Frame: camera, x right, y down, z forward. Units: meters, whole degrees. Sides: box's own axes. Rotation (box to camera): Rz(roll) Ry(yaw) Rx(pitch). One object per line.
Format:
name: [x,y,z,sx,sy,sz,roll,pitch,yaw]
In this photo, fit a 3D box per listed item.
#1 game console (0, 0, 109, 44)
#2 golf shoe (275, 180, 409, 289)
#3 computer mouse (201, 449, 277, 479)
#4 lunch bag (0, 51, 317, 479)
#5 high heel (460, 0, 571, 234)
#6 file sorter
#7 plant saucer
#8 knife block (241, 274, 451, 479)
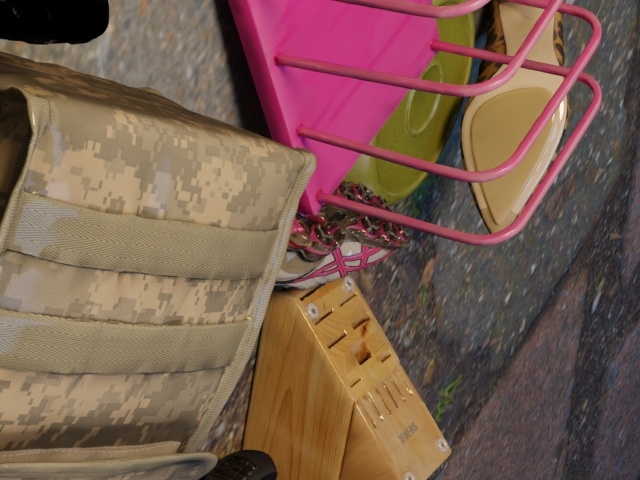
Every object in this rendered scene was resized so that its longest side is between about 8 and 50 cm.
game console: [-0.167,-0.139,0.544,0.361,0.044,0.213,-17,99,-73]
golf shoe: [0.000,0.000,1.237,0.086,0.067,0.186,-43,160,28]
computer mouse: [-0.119,0.232,1.219,0.242,0.041,0.071,-31,152,-47]
lunch bag: [-0.157,0.056,0.791,0.235,0.169,0.287,9,103,-57]
high heel: [0.183,-0.129,1.427,0.186,0.093,0.261,10,87,-82]
file sorter: [0.076,-0.167,1.056,0.202,0.182,0.291,-54,145,-31]
plant saucer: [0.076,-0.126,1.324,0.241,0.037,0.241,-47,149,-40]
knife block: [-0.023,0.184,1.344,0.276,0.242,0.088,60,35,-2]
